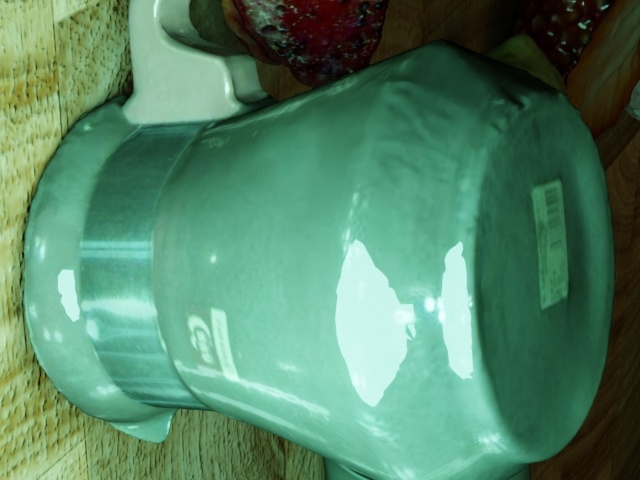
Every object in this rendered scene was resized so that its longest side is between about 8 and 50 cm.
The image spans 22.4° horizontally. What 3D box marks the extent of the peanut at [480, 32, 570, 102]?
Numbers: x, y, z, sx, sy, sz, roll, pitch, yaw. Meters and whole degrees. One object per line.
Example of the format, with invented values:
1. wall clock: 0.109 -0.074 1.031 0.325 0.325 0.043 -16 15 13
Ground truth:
1. peanut: 0.169 -0.058 1.724 0.192 0.170 0.387 54 50 -44

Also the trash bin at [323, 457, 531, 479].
1. trash bin: 0.117 0.266 1.700 0.277 0.217 0.262 -37 137 -29

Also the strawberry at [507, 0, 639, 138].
1. strawberry: 0.299 -0.242 1.998 0.336 0.149 0.265 -53 154 -27

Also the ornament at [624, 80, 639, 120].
1. ornament: 0.535 -0.286 2.364 0.225 0.259 0.259 48 57 -54

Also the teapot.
1. teapot: -0.010 -0.016 1.108 0.305 0.362 0.376 -18 106 -59

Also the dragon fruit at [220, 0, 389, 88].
1. dragon fruit: -0.033 -0.275 1.222 0.317 0.152 0.205 101 -23 -48
